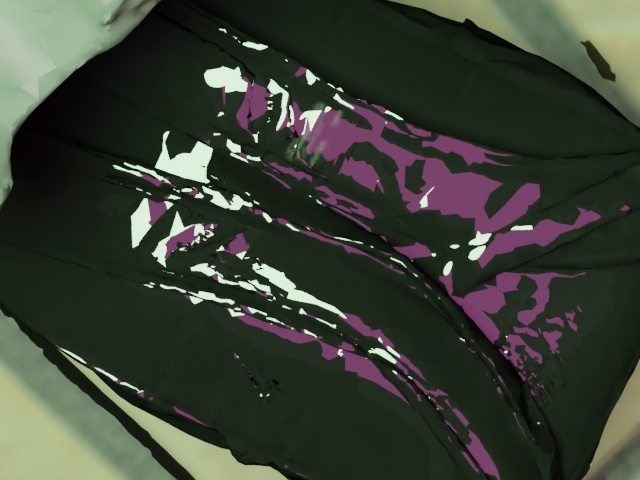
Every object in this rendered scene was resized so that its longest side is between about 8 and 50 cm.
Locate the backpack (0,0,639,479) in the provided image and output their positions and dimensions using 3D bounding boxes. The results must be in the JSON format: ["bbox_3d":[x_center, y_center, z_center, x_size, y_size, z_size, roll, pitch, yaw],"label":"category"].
[{"bbox_3d":[0.000,-0.004,0.462,0.165,0.106,0.120,31,87,1],"label":"backpack"}]

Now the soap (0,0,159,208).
[{"bbox_3d":[-0.101,-0.185,0.358,0.258,0.159,0.302,-41,111,3],"label":"soap"}]
